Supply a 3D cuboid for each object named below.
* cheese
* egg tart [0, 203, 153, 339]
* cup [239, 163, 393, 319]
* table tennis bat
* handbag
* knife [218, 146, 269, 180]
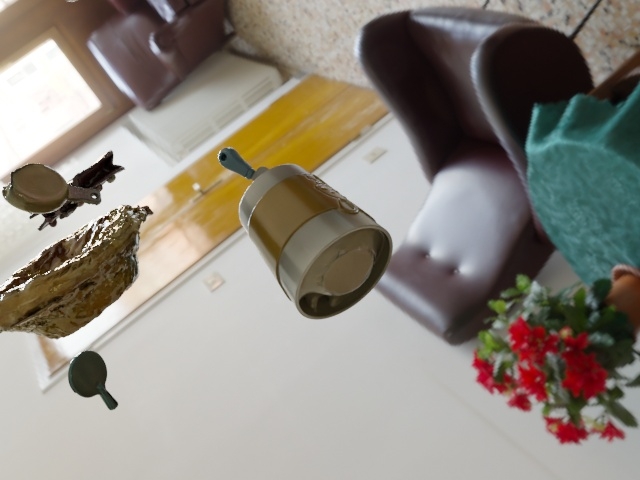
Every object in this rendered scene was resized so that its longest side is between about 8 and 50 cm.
[{"bbox_3d":[-0.486,-0.094,1.370,0.047,0.171,0.092,-48,65,41],"label":"cheese"},{"bbox_3d":[-0.419,0.067,1.295,0.129,0.341,0.341,57,169,-15],"label":"egg tart"},{"bbox_3d":[0.000,0.000,1.245,0.241,0.185,0.226,19,-158,-52],"label":"cup"},{"bbox_3d":[-0.609,0.387,2.049,0.033,0.124,0.201,-4,127,32],"label":"table tennis bat"},{"bbox_3d":[-0.606,-0.124,1.896,0.074,0.203,0.216,51,-154,-14],"label":"handbag"},{"bbox_3d":[-0.144,-0.151,1.793,0.244,0.058,0.032,33,-158,19],"label":"knife"}]
